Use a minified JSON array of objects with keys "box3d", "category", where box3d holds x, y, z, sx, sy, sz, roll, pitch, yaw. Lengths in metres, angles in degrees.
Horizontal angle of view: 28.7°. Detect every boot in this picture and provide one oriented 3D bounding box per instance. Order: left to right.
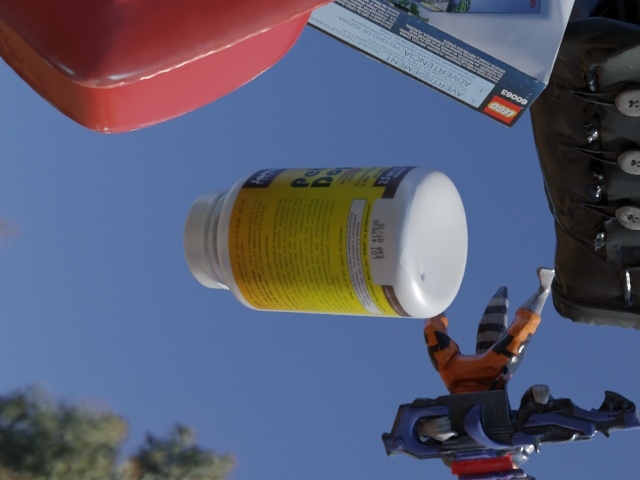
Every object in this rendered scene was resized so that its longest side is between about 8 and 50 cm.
[{"box3d":[0.427,-0.088,1.411,0.367,0.146,0.445,-2,-50,14],"category":"boot"}]

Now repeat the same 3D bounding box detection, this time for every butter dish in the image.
[{"box3d":[-0.075,-0.101,0.499,0.160,0.160,0.118,45,-35,22],"category":"butter dish"}]

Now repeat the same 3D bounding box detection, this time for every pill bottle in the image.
[{"box3d":[0.000,0.000,0.998,0.215,0.117,0.117,1,-81,31],"category":"pill bottle"}]

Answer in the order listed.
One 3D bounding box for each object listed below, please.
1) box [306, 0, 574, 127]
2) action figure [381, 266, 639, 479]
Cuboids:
[{"box3d":[0.071,-0.190,0.677,0.233,0.159,0.044,-67,-175,-32],"category":"box"},{"box3d":[0.265,0.206,1.690,0.341,0.178,0.330,0,-103,15],"category":"action figure"}]
